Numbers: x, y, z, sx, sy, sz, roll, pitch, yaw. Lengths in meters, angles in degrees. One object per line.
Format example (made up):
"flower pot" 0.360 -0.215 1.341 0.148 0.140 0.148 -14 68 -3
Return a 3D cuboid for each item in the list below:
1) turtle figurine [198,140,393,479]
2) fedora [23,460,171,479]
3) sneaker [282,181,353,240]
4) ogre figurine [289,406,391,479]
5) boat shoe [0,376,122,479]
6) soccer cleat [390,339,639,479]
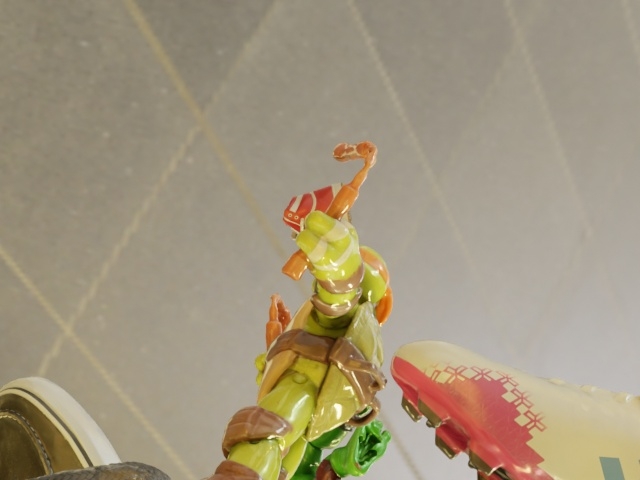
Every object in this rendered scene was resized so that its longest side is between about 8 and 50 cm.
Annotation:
"turtle figurine" -0.011 0.084 0.907 0.217 0.087 0.269 -62 177 -29
"fedora" -0.161 0.234 1.109 0.334 0.334 0.153 21 58 -59
"sneaker" 0.000 0.000 1.604 0.042 0.067 0.118 74 6 -53
"ogre figurine" 0.009 0.234 1.503 0.097 0.118 0.197 -8 79 -48
"boat shoe" -0.219 0.274 1.387 0.119 0.121 0.335 -8 70 -50
"soccer cleat" 0.206 0.153 1.191 0.143 0.331 0.116 -52 180 -8
